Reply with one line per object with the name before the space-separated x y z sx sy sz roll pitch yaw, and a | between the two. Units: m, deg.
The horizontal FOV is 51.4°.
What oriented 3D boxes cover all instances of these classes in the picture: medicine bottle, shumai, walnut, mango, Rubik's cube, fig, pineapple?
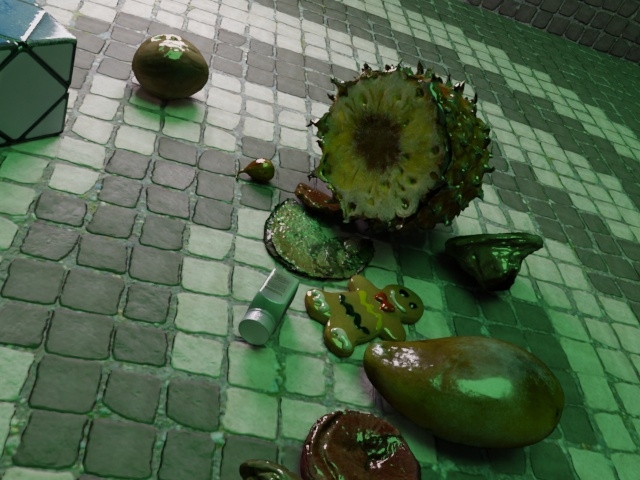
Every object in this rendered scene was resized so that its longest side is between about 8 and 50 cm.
medicine bottle | -0.083 0.108 1.048 0.055 0.074 0.118 28 38 2
shumai | 0.354 0.042 1.339 0.201 0.201 0.120 -2 87 -32
walnut | -0.323 -0.371 1.433 0.162 0.140 0.140 -11 49 -19
mango | 0.221 0.224 1.031 0.317 0.146 0.192 15 30 -3
Rubik's cube | -0.574 -0.303 1.147 0.205 0.207 0.205 44 40 20
fig | -0.133 -0.139 1.342 0.083 0.050 0.050 -14 50 -16
shumai | -0.064 0.330 0.776 0.146 0.145 0.116 35 62 12
pineapple | 0.170 -0.180 1.313 0.352 0.352 0.300 41 23 19

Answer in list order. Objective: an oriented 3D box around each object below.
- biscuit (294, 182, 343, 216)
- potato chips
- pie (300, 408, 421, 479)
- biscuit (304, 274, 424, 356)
biscuit | 0.005 -0.075 1.343 0.130 0.019 0.119 19 21 -26
potato chips | -0.001 0.003 1.263 0.220 0.029 0.202 14 39 -11
pie | 0.058 0.311 0.910 0.183 0.049 0.182 17 33 -11
biscuit | 0.089 0.121 1.165 0.240 0.035 0.158 -11 53 -37
